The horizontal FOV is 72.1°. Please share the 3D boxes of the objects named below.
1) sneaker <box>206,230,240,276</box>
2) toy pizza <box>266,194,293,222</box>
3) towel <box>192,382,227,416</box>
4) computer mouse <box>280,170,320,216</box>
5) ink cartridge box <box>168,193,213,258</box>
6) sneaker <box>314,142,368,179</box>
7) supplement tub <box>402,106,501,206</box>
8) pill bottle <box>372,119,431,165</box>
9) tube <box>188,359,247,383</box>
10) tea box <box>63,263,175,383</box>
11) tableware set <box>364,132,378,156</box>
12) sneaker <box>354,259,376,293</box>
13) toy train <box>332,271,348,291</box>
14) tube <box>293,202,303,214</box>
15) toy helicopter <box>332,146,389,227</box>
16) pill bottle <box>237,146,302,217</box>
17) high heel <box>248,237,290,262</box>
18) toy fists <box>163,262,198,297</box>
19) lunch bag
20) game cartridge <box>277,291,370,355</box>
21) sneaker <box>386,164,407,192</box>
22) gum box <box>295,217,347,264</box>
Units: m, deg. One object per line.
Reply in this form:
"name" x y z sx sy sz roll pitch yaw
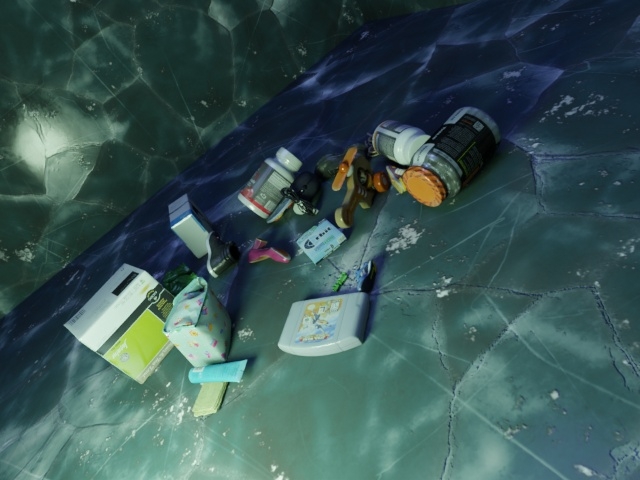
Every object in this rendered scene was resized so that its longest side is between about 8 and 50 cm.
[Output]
"sneaker" -0.450 0.036 2.061 0.147 0.104 0.296 -28 39 8
"toy pizza" -0.183 -0.156 2.086 0.201 0.032 0.201 -43 20 20
"towel" -0.357 0.503 1.446 0.110 0.027 0.148 -18 37 26
"computer mouse" -0.060 -0.240 2.002 0.072 0.188 0.272 -47 11 35
"ink cartridge box" -0.666 -0.081 2.286 0.129 0.223 0.307 -36 33 -2
"sneaker" 0.091 -0.348 2.054 0.286 0.109 0.130 -24 47 27
"supplement tub" 0.457 -0.290 1.543 0.338 0.207 0.207 -45 34 -16
"pill bottle" 0.346 -0.400 1.826 0.162 0.162 0.278 -38 33 -4
"tube" -0.338 0.435 1.445 0.207 0.052 0.080 -13 44 25
"tea box" -0.744 0.324 1.750 0.220 0.323 0.329 8 52 46
"tableware set" 0.261 -0.468 2.101 0.128 0.039 0.194 -20 36 22
"sneaker" 0.142 0.125 1.449 0.059 0.053 0.144 -12 31 31
"toy train" 0.070 0.143 1.522 0.023 0.017 0.083 16 58 39
"tube" -0.083 -0.211 2.081 0.240 0.070 0.062 -85 12 -54
"toy helicopter" 0.127 -0.198 1.700 0.140 0.235 0.355 -8 42 35
"pill bottle" -0.230 -0.277 2.077 0.318 0.176 0.176 -52 33 2
"high heel" -0.219 0.077 1.841 0.244 0.082 0.117 25 97 39
"toy fists" -0.646 0.195 2.039 0.142 0.096 0.279 -47 36 -15
"lunch bag" -0.427 0.289 1.598 0.160 0.223 0.262 -17 36 14
"game cartridge" 0.007 0.268 1.390 0.297 0.062 0.198 -14 35 30
"sneaker" 0.326 -0.256 1.758 0.084 0.069 0.185 -24 40 3
"gum box" 0.000 0.000 1.744 0.157 0.041 0.184 -39 32 -4
